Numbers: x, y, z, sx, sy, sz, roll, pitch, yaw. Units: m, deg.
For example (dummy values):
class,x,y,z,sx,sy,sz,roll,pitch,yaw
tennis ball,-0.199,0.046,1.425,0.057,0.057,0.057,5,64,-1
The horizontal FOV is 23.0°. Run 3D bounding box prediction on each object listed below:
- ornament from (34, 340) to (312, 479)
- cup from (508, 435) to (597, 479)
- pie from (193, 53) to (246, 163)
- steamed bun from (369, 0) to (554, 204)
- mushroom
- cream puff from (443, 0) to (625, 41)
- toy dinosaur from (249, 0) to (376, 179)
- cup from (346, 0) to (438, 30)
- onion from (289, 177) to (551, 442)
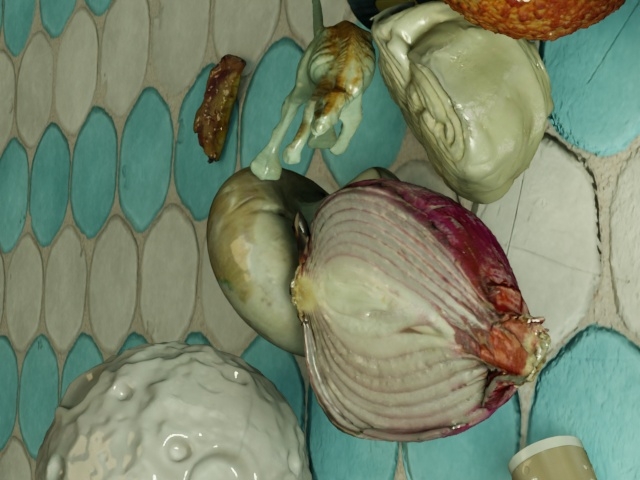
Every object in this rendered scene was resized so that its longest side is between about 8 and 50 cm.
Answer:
class,x,y,z,sx,sy,sz,roll,pitch,yaw
ornament,-0.172,0.287,1.898,0.337,0.337,0.337,-13,75,60
cup,0.218,0.249,1.460,0.102,0.074,0.099,-57,40,42
pie,-0.145,-0.193,2.223,0.092,0.034,0.169,47,128,48
steamed bun,0.151,-0.153,1.554,0.211,0.144,0.218,60,179,20
mushroom,0.000,0.000,1.767,0.243,0.244,0.243,-13,75,60
cream puff,0.178,-0.287,1.451,0.164,0.240,0.240,120,143,-51
toy dinosaur,0.004,-0.172,1.704,0.393,0.092,0.205,-76,8,-51
cup,0.108,-0.298,1.654,0.155,0.131,0.176,12,142,56
onion,0.136,0.078,1.563,0.349,0.159,0.267,17,111,45
